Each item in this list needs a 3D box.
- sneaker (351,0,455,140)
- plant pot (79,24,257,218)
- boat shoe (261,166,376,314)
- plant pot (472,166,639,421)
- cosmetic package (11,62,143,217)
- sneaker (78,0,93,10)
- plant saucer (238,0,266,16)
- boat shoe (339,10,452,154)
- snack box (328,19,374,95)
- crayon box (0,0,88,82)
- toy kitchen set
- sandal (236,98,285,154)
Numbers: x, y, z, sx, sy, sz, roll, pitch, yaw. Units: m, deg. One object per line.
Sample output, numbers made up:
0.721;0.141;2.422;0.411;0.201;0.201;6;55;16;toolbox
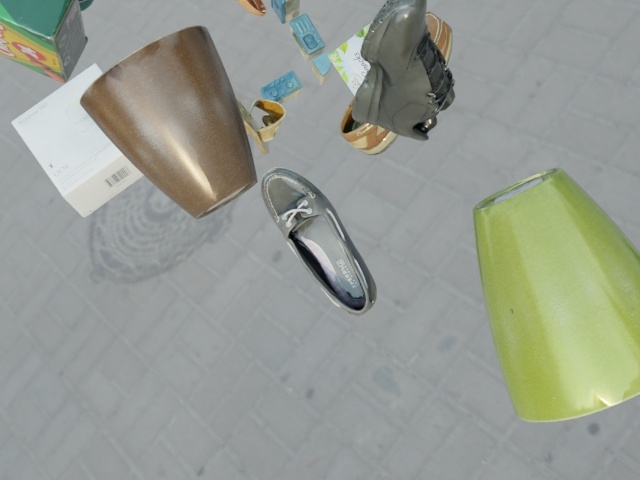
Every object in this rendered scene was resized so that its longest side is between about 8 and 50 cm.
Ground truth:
0.123;-0.231;1.306;0.130;0.286;0.109;28;70;10;sneaker
-0.196;-0.156;1.441;0.215;0.230;0.215;-32;1;0;plant pot
0.000;0.000;1.904;0.112;0.335;0.095;-35;4;7;boat shoe
0.335;0.058;1.387;0.274;0.294;0.275;-27;4;2;plant pot
-0.498;-0.217;2.134;0.224;0.138;0.225;-37;70;-6;cosmetic package
-0.388;-0.397;1.460;0.108;0.302;0.121;-19;77;-4;sneaker
-0.114;-0.370;1.489;0.013;0.083;0.083;-37;42;19;plant saucer
0.152;-0.325;2.053;0.122;0.120;0.324;42;108;38;boat shoe
0.092;-0.273;1.612;0.100;0.037;0.141;-37;74;13;snack box
-0.489;-0.340;1.358;0.202;0.318;0.081;139;154;-78;crayon box
-0.085;-0.399;2.010;0.166;0.122;0.207;-30;83;-6;toy kitchen set
-0.101;-0.220;1.800;0.079;0.240;0.088;-28;80;8;sandal
